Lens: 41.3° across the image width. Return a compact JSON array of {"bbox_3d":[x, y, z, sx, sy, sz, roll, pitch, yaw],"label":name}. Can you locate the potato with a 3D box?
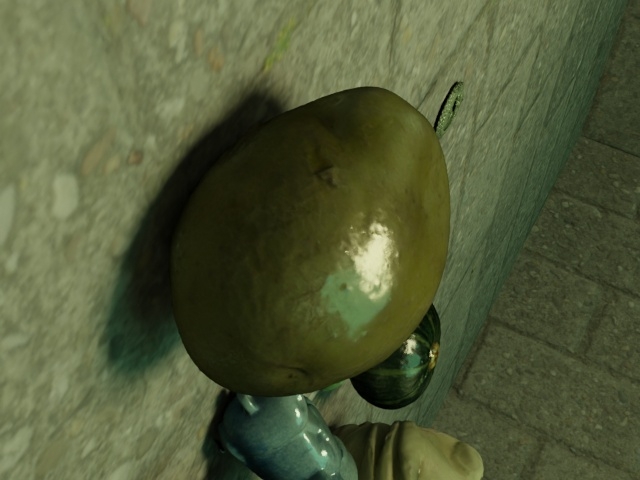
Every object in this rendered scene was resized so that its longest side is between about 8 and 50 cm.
[{"bbox_3d":[0.000,0.000,0.578,0.235,0.160,0.178,-58,154,-15],"label":"potato"}]

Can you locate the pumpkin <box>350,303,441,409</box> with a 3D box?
[{"bbox_3d":[0.095,0.139,1.122,0.167,0.125,0.167,-58,163,-29],"label":"pumpkin"}]

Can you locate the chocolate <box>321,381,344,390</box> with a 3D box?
[{"bbox_3d":[-0.007,0.084,0.797,0.110,0.110,0.291,-60,165,-17],"label":"chocolate"}]

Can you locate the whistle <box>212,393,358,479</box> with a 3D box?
[{"bbox_3d":[-0.015,0.217,0.858,0.093,0.180,0.269,-37,135,3],"label":"whistle"}]

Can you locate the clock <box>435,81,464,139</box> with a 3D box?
[{"bbox_3d":[0.170,-0.169,1.125,0.083,0.010,0.074,-60,163,-15],"label":"clock"}]

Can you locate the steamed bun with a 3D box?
[{"bbox_3d":[0.077,0.361,1.235,0.268,0.207,0.280,-46,174,-38],"label":"steamed bun"}]
